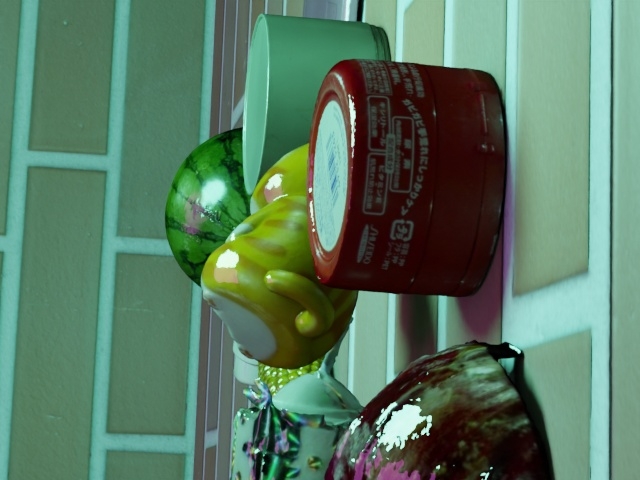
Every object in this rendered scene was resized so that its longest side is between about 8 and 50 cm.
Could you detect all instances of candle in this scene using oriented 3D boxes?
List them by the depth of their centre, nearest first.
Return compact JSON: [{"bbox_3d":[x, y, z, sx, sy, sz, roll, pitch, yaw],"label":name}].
[{"bbox_3d":[-0.008,0.243,1.775,0.187,0.187,0.330,-175,91,-80],"label":"candle"}]

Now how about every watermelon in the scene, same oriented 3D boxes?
[{"bbox_3d":[-0.094,-0.034,2.186,0.242,0.242,0.242,-176,90,-80],"label":"watermelon"}]

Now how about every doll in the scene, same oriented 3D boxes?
[{"bbox_3d":[-0.018,0.009,1.704,0.166,0.162,0.269,61,-146,-38],"label":"doll"}]

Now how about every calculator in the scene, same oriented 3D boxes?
[{"bbox_3d":[0.011,-0.293,2.240,0.294,0.043,0.194,-131,46,-74],"label":"calculator"}]

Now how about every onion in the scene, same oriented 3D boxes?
[{"bbox_3d":[0.090,0.249,1.342,0.280,0.146,0.314,-118,37,-63],"label":"onion"}]

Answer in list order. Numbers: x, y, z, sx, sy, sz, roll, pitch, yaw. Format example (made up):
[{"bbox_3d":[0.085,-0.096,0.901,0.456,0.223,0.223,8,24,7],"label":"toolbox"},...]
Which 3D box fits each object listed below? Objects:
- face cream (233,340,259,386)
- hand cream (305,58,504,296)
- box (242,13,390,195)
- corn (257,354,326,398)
[{"bbox_3d":[-0.074,0.064,2.420,0.102,0.102,0.345,-107,22,-63],"label":"face cream"},{"bbox_3d":[0.075,-0.058,1.517,0.230,0.149,0.230,-176,90,-77],"label":"hand cream"},{"bbox_3d":[-0.009,-0.162,2.002,0.226,0.149,0.226,-176,90,-80],"label":"box"},{"bbox_3d":[-0.037,0.145,2.207,0.310,0.101,0.101,-92,11,-50],"label":"corn"}]
